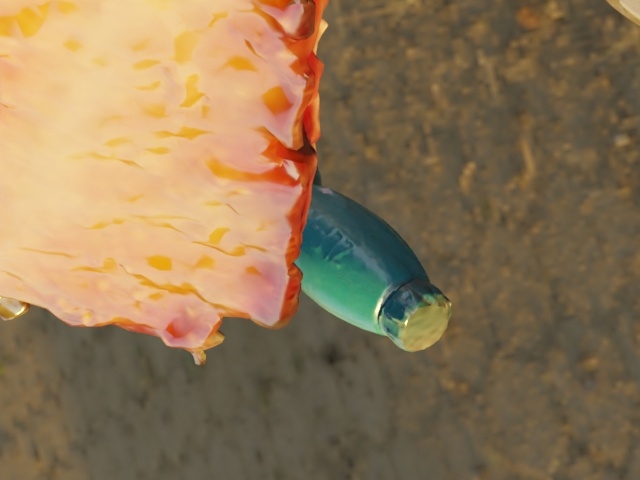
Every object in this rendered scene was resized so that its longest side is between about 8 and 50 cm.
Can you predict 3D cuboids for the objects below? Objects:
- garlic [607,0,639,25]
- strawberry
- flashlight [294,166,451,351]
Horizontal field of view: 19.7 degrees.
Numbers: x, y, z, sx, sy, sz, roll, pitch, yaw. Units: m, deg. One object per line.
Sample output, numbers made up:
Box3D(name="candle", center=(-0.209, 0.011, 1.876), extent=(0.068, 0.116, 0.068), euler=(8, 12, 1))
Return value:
Box3D(name="garlic", center=(0.180, -0.196, 1.024), extent=(0.194, 0.127, 0.131), euler=(39, -171, 12))
Box3D(name="strawberry", center=(-0.113, -0.096, 0.529), extent=(0.280, 0.253, 0.150), euler=(97, -175, -61))
Box3D(name="flashlight", center=(0.000, 0.000, 0.722), extent=(0.129, 0.051, 0.051), euler=(41, 140, 41))
